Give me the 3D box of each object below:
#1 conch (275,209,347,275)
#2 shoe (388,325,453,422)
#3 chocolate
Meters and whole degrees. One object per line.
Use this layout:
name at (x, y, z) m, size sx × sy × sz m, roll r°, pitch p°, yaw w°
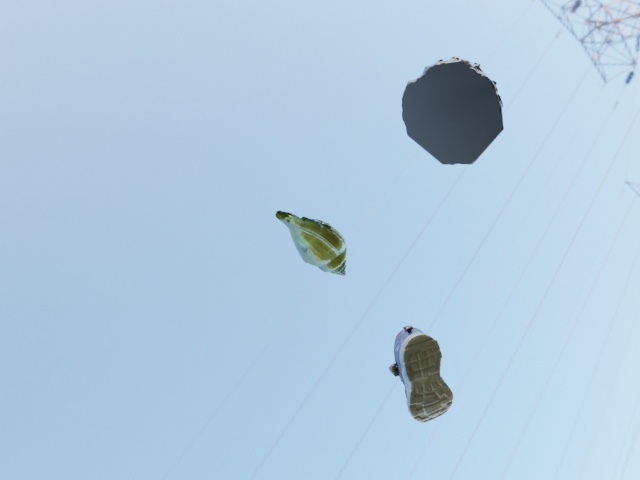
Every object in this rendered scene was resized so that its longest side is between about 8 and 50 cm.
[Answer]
conch at (-0.001, 0.004, 1.111) m, size 0.200 × 0.095 × 0.079 m, roll 51°, pitch -137°, yaw -53°
shoe at (0.196, 0.269, 1.236) m, size 0.100 × 0.125 × 0.227 m, roll -20°, pitch -64°, yaw -13°
chocolate at (0.213, -0.210, 0.892) m, size 0.133 × 0.156 × 0.156 m, roll -43°, pitch -65°, yaw -49°
